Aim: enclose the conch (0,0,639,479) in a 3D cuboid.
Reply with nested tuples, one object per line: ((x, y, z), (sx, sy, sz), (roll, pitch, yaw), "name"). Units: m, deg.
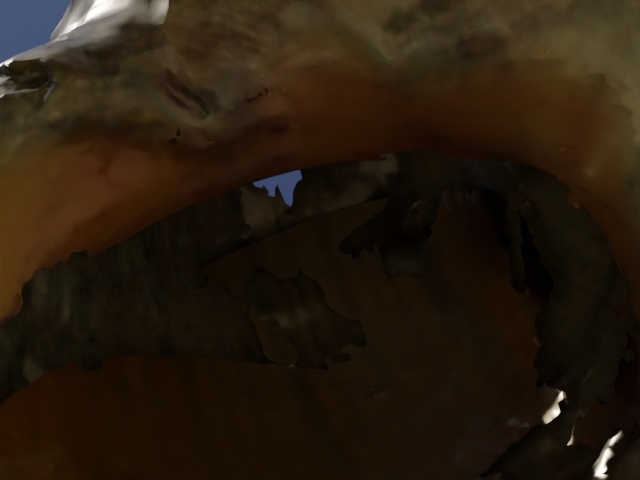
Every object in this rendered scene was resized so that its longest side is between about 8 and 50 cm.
((0.006, 0.004, 0.559), (0.352, 0.210, 0.297), (-37, -113, 5), "conch")
